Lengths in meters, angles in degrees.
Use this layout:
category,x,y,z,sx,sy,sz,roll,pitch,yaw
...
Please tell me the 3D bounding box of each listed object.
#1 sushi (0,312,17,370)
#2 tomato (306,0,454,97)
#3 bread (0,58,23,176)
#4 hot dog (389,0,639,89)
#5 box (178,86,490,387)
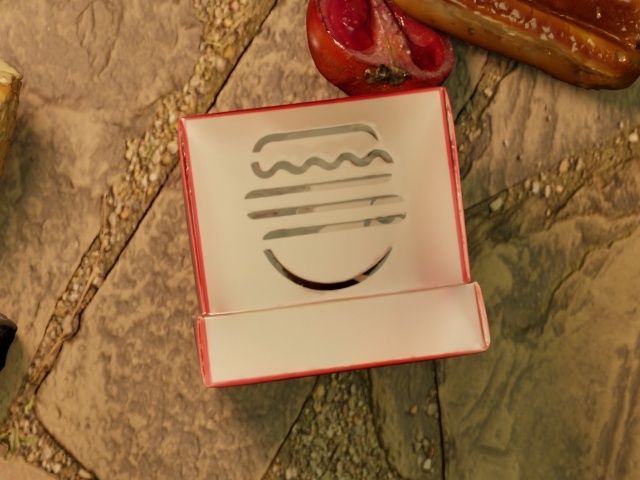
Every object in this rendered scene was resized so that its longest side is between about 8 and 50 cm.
category,x,y,z,sx,sy,sz,roll,pitch,yaw
sushi,-0.478,0.106,1.882,0.225,0.124,0.127,26,87,-10
tomato,0.058,-0.232,1.939,0.189,0.099,0.173,17,43,-22
bread,-0.547,-0.141,1.845,0.375,0.165,0.237,19,117,-2
hot dog,0.248,-0.297,1.955,0.348,0.117,0.158,21,87,-9
box,0.000,0.000,1.832,0.314,0.312,0.300,-7,89,-4
